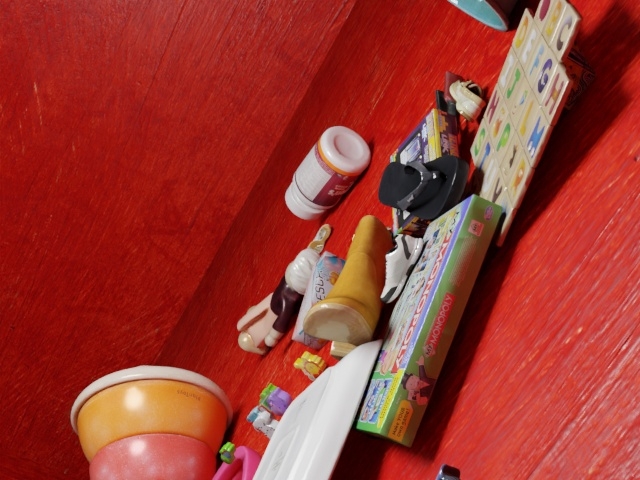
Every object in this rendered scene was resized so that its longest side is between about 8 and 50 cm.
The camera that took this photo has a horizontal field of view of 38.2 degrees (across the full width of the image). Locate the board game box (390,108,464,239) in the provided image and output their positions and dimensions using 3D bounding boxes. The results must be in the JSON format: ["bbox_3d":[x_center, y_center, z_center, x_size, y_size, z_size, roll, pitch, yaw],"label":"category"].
[{"bbox_3d":[0.167,-0.100,1.471,0.141,0.048,0.170,-46,35,49],"label":"board game box"}]

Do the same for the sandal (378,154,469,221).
[{"bbox_3d":[0.139,-0.080,1.381,0.254,0.054,0.097,2,77,68],"label":"sandal"}]

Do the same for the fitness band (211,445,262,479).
[{"bbox_3d":[-0.181,0.511,1.702,0.291,0.054,0.209,-59,14,23],"label":"fitness band"}]

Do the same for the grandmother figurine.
[{"bbox_3d":[-0.079,0.129,1.954,0.342,0.104,0.208,128,154,-50],"label":"grandmother figurine"}]

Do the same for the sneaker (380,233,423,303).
[{"bbox_3d":[0.107,0.038,1.318,0.040,0.043,0.109,-86,19,-73],"label":"sneaker"}]

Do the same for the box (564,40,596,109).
[{"bbox_3d":[0.313,-0.240,1.234,0.059,0.054,0.169,-57,15,27],"label":"box"}]

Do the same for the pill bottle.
[{"bbox_3d":[0.011,-0.146,2.073,0.221,0.121,0.121,-50,18,47],"label":"pill bottle"}]

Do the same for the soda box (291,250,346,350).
[{"bbox_3d":[0.002,0.114,1.748,0.063,0.058,0.183,-48,21,49],"label":"soda box"}]

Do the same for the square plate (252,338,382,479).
[{"bbox_3d":[-0.045,0.331,1.332,0.344,0.049,0.347,-65,7,-32],"label":"square plate"}]

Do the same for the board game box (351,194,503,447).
[{"bbox_3d":[0.132,0.109,1.213,0.213,0.046,0.317,130,164,-77],"label":"board game box"}]

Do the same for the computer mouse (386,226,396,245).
[{"bbox_3d":[0.074,0.062,1.614,0.193,0.042,0.106,-60,17,-10],"label":"computer mouse"}]

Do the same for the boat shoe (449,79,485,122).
[{"bbox_3d":[0.246,-0.236,1.514,0.045,0.050,0.135,-46,22,22],"label":"boat shoe"}]

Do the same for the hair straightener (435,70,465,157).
[{"bbox_3d":[0.217,-0.196,1.574,0.230,0.047,0.089,-87,21,-49],"label":"hair straightener"}]

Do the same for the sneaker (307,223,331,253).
[{"bbox_3d":[0.000,0.000,2.053,0.083,0.032,0.037,-55,1,16],"label":"sneaker"}]

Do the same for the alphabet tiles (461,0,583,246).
[{"bbox_3d":[0.255,-0.157,1.214,0.285,0.011,0.343,-86,12,-59],"label":"alphabet tiles"}]

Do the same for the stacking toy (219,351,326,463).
[{"bbox_3d":[-0.087,0.305,1.646,0.221,0.052,0.167,-47,4,48],"label":"stacking toy"}]

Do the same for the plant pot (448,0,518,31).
[{"bbox_3d":[0.274,-0.582,1.516,0.334,0.341,0.341,-53,15,10],"label":"plant pot"}]

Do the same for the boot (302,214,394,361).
[{"bbox_3d":[0.051,0.056,1.385,0.295,0.104,0.211,71,-149,-70],"label":"boot"}]

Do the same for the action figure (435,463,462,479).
[{"bbox_3d":[0.044,0.364,0.864,0.330,0.178,0.342,-3,63,64],"label":"action figure"}]

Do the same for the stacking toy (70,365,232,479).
[{"bbox_3d":[-0.349,0.532,1.898,0.351,0.350,0.480,-53,32,39],"label":"stacking toy"}]
